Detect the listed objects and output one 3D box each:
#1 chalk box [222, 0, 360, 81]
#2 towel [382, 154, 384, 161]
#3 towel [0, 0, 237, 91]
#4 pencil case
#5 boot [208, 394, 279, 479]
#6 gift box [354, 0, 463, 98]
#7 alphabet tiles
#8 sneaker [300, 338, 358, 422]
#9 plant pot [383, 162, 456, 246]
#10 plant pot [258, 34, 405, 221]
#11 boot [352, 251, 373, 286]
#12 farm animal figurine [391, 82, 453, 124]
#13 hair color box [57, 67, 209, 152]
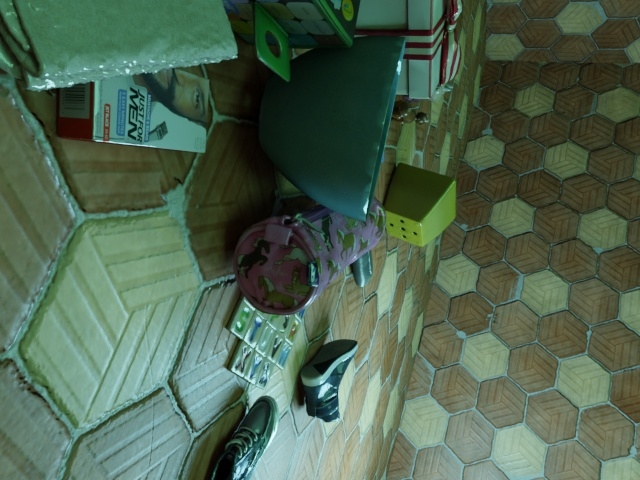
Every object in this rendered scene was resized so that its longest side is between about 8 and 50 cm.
[{"bbox_3d":[-0.052,-0.363,0.599,0.180,0.179,0.289,9,92,-68],"label":"chalk box"},{"bbox_3d":[0.125,-0.290,1.228,0.336,0.040,0.243,-40,136,-57],"label":"towel"},{"bbox_3d":[-0.189,-0.244,0.418,0.282,0.049,0.187,-44,119,-56],"label":"towel"},{"bbox_3d":[0.000,0.000,0.882,0.160,0.167,0.386,63,29,-3],"label":"pencil case"},{"bbox_3d":[-0.138,0.376,0.853,0.086,0.069,0.190,61,46,-61],"label":"boot"},{"bbox_3d":[0.170,-0.472,0.968,0.255,0.258,0.276,76,34,-46],"label":"gift box"},{"bbox_3d":[-0.083,0.121,0.951,0.285,0.011,0.343,61,44,-56],"label":"alphabet tiles"},{"bbox_3d":[0.032,0.368,1.212,0.226,0.086,0.163,-28,115,-50],"label":"sneaker"},{"bbox_3d":[0.327,-0.108,1.595,0.187,0.212,0.212,-54,149,-23],"label":"plant pot"},{"bbox_3d":[0.012,-0.193,0.760,0.290,0.195,0.290,13,90,-84],"label":"plant pot"},{"bbox_3d":[0.101,0.047,1.295,0.190,0.076,0.209,-51,151,-45],"label":"boot"},{"bbox_3d":[0.328,-0.526,1.430,0.327,0.172,0.330,68,39,-52],"label":"farm animal figurine"},{"bbox_3d":[-0.195,-0.149,0.509,0.167,0.053,0.093,-16,113,-66],"label":"hair color box"}]
